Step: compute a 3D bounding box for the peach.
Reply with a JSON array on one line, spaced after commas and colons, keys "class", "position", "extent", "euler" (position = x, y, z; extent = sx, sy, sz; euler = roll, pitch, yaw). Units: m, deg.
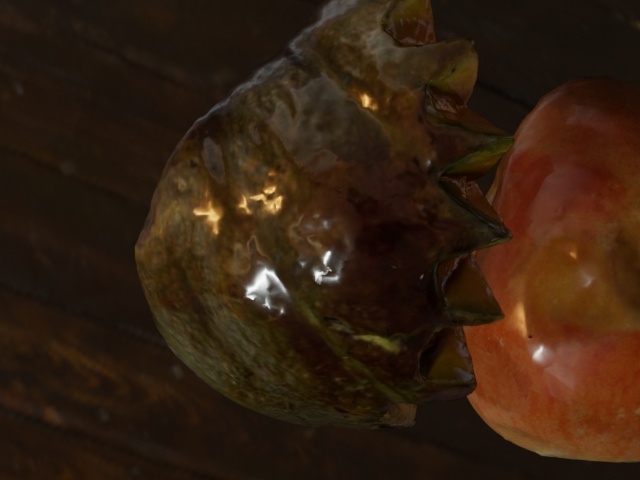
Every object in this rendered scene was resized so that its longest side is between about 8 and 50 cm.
[{"class": "peach", "position": [0.177, 0.016, 1.214], "extent": [0.214, 0.214, 0.235], "euler": [5, 87, -22]}]

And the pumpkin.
[{"class": "pumpkin", "position": [0.000, 0.000, 0.962], "extent": [0.149, 0.130, 0.254], "euler": [-10, 110, -24]}]
